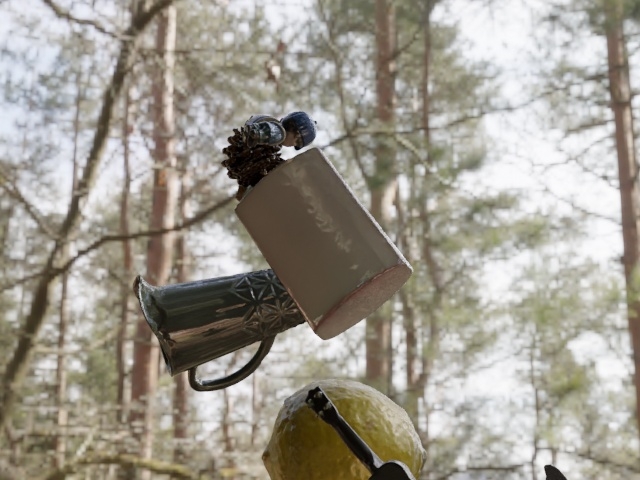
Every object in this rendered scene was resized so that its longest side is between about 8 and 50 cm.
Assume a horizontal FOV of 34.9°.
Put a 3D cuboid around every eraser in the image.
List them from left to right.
[{"bbox_3d":[0.000,0.000,1.568,0.174,0.270,0.095,-39,-34,5],"label":"eraser"}]

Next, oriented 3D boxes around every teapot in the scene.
[{"bbox_3d":[-0.137,-0.230,2.305,0.092,0.124,0.091,4,20,-28],"label":"teapot"}]

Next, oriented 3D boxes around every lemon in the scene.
[{"bbox_3d":[0.058,0.492,2.350,0.387,0.350,0.350,2,-13,-4],"label":"lemon"}]

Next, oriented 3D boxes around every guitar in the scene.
[{"bbox_3d":[0.068,0.305,1.410,0.084,0.271,0.038,-45,-20,2],"label":"guitar"}]

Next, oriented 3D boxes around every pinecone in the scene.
[{"bbox_3d":[-0.146,-0.181,2.138,0.140,0.121,0.140,-17,-24,-8],"label":"pinecone"}]

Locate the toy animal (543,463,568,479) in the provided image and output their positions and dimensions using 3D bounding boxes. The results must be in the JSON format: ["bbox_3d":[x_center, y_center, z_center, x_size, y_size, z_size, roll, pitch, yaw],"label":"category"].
[{"bbox_3d":[0.458,0.595,2.119,0.255,0.239,0.176,35,-3,8],"label":"toy animal"}]

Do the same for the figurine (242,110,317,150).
[{"bbox_3d":[-0.081,-0.218,2.040,0.149,0.087,0.086,-4,29,-30],"label":"figurine"}]

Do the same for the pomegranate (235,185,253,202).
[{"bbox_3d":[-0.102,-0.080,2.186,0.169,0.122,0.143,-14,25,43],"label":"pomegranate"}]

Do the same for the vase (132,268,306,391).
[{"bbox_3d":[-0.153,0.136,1.759,0.301,0.251,0.156,-15,24,-14],"label":"vase"}]
